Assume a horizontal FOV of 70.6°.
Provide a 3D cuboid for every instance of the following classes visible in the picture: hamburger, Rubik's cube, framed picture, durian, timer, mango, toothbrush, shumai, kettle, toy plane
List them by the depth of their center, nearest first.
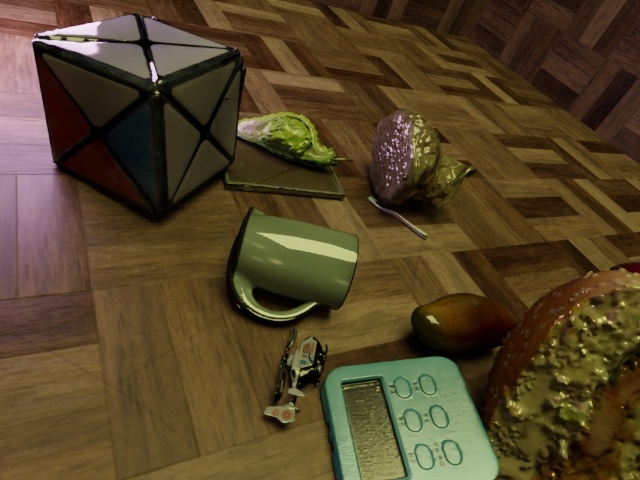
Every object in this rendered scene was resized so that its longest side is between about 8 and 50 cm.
[{"bbox_3d":[0.138,0.313,0.759,0.250,0.091,0.231,3,44,-18],"label":"timer"},{"bbox_3d":[-0.036,0.233,0.792,0.078,0.053,0.197,16,38,2],"label":"toy plane"},{"bbox_3d":[0.452,0.237,0.795,0.269,0.445,0.287,23,18,11],"label":"hamburger"},{"bbox_3d":[-0.065,0.060,0.901,0.237,0.161,0.221,16,71,-9],"label":"kettle"},{"bbox_3d":[0.303,0.176,0.973,0.268,0.111,0.133,3,59,-26],"label":"mango"},{"bbox_3d":[-0.377,-0.286,0.995,0.307,0.305,0.310,25,41,12],"label":"Rubik's cube"},{"bbox_3d":[-0.115,-0.212,1.268,0.335,0.022,0.247,2,44,-24],"label":"framed picture"},{"bbox_3d":[0.216,-0.065,1.276,0.204,0.017,0.022,37,60,16],"label":"toothbrush"},{"bbox_3d":[-0.083,-0.293,1.280,0.376,0.106,0.132,20,44,2],"label":"durian"},{"bbox_3d":[0.300,-0.234,1.311,0.263,0.267,0.313,7,45,-21],"label":"shumai"}]

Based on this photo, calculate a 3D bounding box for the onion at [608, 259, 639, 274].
[{"bbox_3d":[0.774,0.181,1.003,0.385,0.347,0.347,-28,60,-26],"label":"onion"}]
